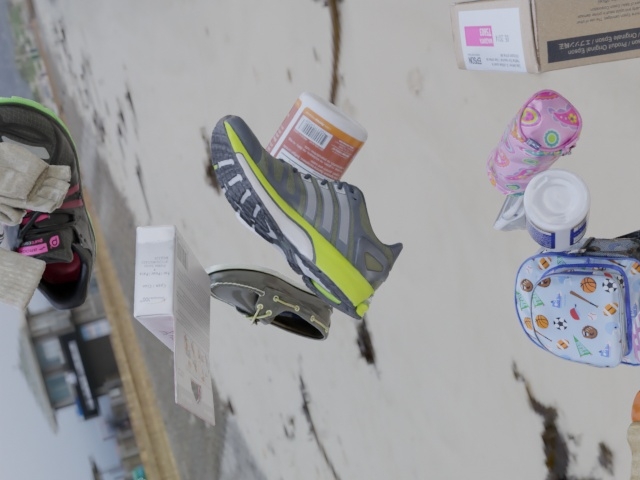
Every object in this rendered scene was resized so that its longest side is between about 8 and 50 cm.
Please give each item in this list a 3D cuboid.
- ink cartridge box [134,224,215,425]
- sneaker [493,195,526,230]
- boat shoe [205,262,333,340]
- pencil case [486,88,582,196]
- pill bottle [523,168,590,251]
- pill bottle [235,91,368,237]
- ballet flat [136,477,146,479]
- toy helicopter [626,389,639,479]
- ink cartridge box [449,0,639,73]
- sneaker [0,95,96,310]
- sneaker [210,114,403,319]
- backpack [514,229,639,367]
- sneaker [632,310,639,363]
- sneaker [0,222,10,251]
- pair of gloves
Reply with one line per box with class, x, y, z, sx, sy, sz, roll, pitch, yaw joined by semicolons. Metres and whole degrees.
ink cartridge box;-0.223;0.143;1.494;0.296;0.066;0.261;77;-170;-72
sneaker;0.475;-0.055;2.223;0.105;0.115;0.281;-65;-5;0
boat shoe;-0.097;0.121;1.868;0.109;0.305;0.091;-27;54;42
pencil case;0.388;-0.170;1.766;0.284;0.124;0.124;103;149;-76
pill bottle;0.418;-0.045;1.701;0.187;0.112;0.112;53;-165;-69
pill bottle;-0.033;-0.104;1.447;0.216;0.121;0.121;-56;32;13
ballet flat;-0.364;0.524;1.822;0.077;0.077;0.231;58;-166;-1
toy helicopter;0.466;0.371;1.346;0.140;0.355;0.235;-3;111;57
ink cartridge box;0.281;-0.249;1.107;0.234;0.193;0.088;-138;38;-72
sneaker;-0.518;-0.061;1.797;0.202;0.185;0.483;-114;7;-47
sneaker;-0.019;-0.044;1.199;0.300;0.121;0.111;49;160;-15
backpack;0.510;0.119;1.867;0.263;0.213;0.277;6;107;41
sneaker;0.552;0.121;1.401;0.236;0.104;0.095;129;142;-55
sneaker;-0.602;-0.002;1.490;0.137;0.210;0.366;64;161;15
pair of gloves;-0.457;-0.025;1.295;0.042;0.204;0.240;109;171;-62
